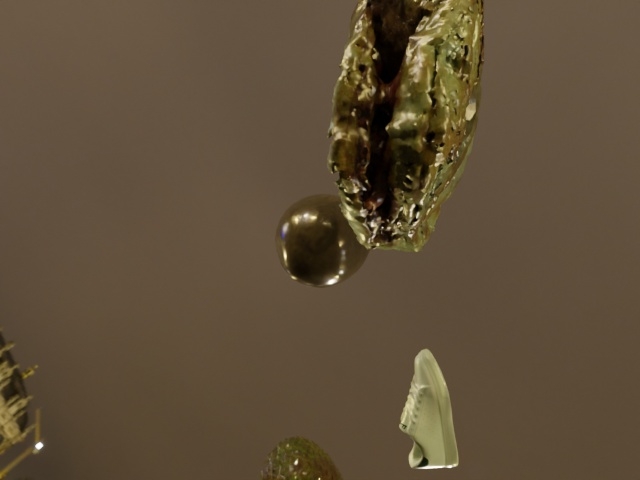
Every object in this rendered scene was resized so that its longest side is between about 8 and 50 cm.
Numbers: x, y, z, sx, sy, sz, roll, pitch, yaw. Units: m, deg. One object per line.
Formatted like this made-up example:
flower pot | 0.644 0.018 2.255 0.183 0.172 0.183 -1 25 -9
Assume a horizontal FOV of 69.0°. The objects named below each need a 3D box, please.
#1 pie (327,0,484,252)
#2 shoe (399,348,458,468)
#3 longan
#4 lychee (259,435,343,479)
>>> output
pie | 0.149 -0.173 0.711 0.180 0.418 0.396 8 -97 20
shoe | 0.219 0.370 0.997 0.110 0.095 0.265 -14 -85 0
longan | 0.000 0.000 1.093 0.246 0.246 0.215 -21 -89 41
lychee | -0.053 0.725 1.336 0.269 0.320 0.270 3 -41 3
